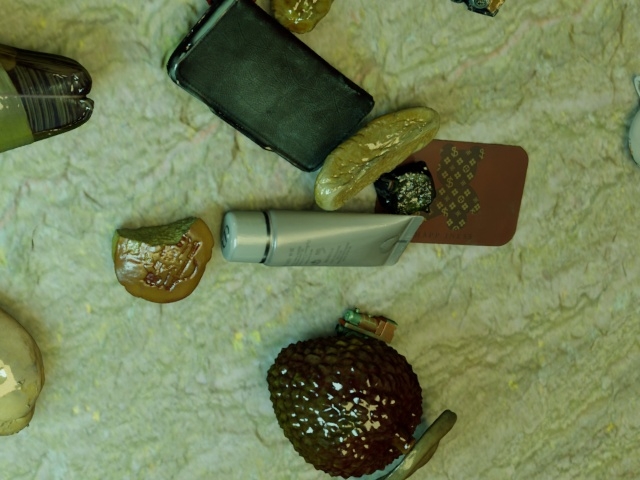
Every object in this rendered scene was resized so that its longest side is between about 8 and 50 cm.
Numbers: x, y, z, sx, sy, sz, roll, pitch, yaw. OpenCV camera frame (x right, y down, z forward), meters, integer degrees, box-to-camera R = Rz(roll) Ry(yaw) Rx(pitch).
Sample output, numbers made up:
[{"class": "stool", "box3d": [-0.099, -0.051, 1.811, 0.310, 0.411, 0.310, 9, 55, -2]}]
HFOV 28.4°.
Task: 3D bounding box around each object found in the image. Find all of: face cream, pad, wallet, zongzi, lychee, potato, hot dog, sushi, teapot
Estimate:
[{"class": "face cream", "box3d": [0.000, 0.000, 2.005, 0.314, 0.089, 0.143, 3, 143, -19]}, {"class": "pad", "box3d": [0.219, -0.079, 2.107, 0.267, 0.004, 0.181, 2, 108, -21]}, {"class": "wallet", "box3d": [-0.073, -0.232, 1.903, 0.318, 0.045, 0.172, 33, 104, -37]}, {"class": "zongzi", "box3d": [-0.483, -0.270, 1.722, 0.289, 0.154, 0.318, -21, 108, -20]}, {"class": "lychee", "box3d": [0.038, 0.257, 2.016, 0.236, 0.271, 0.236, -49, 153, -36]}, {"class": "potato", "box3d": [-0.491, 0.182, 1.876, 0.161, 0.128, 0.235, -13, 102, -29]}, {"class": "hot dog", "box3d": [0.080, -0.140, 1.984, 0.242, 0.084, 0.073, -36, 78, -15]}, {"class": "sushi", "box3d": [0.141, -0.077, 2.050, 0.083, 0.056, 0.085, -27, 114, -17]}, {"class": "teapot", "box3d": [0.594, -0.185, 2.160, 0.145, 0.092, 0.226, -31, 112, -8]}]

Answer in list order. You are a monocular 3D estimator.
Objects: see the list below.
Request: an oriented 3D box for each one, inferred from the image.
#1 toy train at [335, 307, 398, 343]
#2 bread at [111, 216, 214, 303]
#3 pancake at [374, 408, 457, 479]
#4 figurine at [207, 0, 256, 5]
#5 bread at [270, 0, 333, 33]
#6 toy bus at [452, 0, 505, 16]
[{"class": "toy train", "box3d": [0.074, 0.150, 2.113, 0.103, 0.044, 0.064, 22, 95, -26]}, {"class": "bread", "box3d": [-0.240, 0.030, 1.936, 0.156, 0.086, 0.125, -14, 113, -14]}, {"class": "pancake", "box3d": [0.149, 0.373, 2.130, 0.042, 0.222, 0.236, 45, 133, 8]}, {"class": "figurine", "box3d": [-0.153, -0.373, 1.844, 0.140, 0.068, 0.075, 20, 100, -31]}, {"class": "bread", "box3d": [0.050, -0.464, 1.877, 0.084, 0.077, 0.368, 34, 95, -27]}, {"class": "toy bus", "box3d": [0.215, -0.436, 1.937, 0.182, 0.091, 0.103, 38, 91, -28]}]
